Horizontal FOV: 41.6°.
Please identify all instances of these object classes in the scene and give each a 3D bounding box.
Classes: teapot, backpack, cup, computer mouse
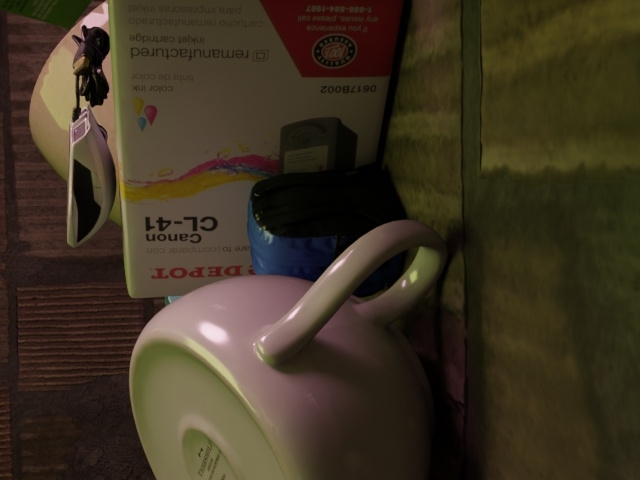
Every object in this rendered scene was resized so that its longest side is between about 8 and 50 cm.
[{"bbox_3d":[-0.006,0.122,0.617,0.256,0.187,0.252,-5,106,53],"label":"teapot"},{"bbox_3d":[0.000,0.000,0.691,0.098,0.120,0.101,-109,21,-54],"label":"backpack"},{"bbox_3d":[-0.136,-0.109,0.995,0.237,0.331,0.331,53,153,23],"label":"cup"},{"bbox_3d":[-0.199,-0.082,0.741,0.106,0.042,0.193,-117,33,-54],"label":"computer mouse"}]

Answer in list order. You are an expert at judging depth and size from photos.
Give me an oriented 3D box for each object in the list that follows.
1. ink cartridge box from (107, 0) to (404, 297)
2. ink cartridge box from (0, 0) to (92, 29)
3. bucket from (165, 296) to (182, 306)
[{"bbox_3d":[-0.066,-0.104,0.744,0.131,0.226,0.306,-106,17,-50],"label":"ink cartridge box"},{"bbox_3d":[-0.182,-0.310,0.589,0.189,0.097,0.255,-17,66,55],"label":"ink cartridge box"},{"bbox_3d":[-0.103,0.150,1.073,0.281,0.183,0.281,179,90,-78],"label":"bucket"}]
